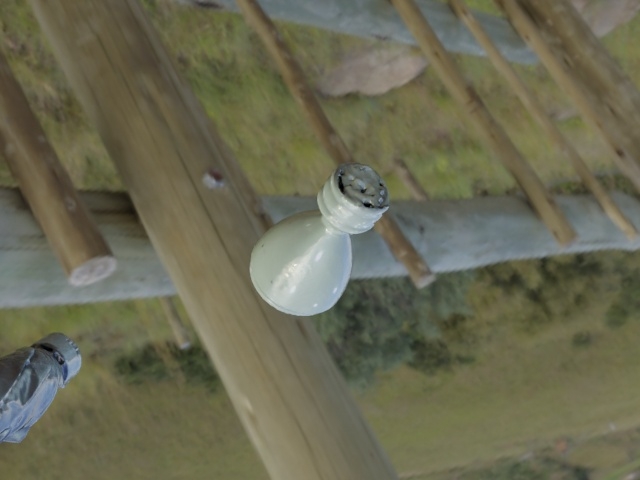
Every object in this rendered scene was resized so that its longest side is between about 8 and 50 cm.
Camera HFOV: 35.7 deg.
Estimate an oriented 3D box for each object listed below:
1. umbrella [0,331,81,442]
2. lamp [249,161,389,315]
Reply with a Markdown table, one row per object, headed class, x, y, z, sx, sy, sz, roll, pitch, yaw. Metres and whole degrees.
| class | x | y | z | sx | sy | sz | roll | pitch | yaw |
| --- | --- | --- | --- | --- | --- | --- | --- | --- | --- |
| umbrella | -0.190 | 0.095 | 0.532 | 0.050 | 0.046 | 0.188 | -65 | 172 | 18 |
| lamp | 0.000 | 0.000 | 0.998 | 0.106 | 0.106 | 0.193 | -10 | 149 | -39 |
